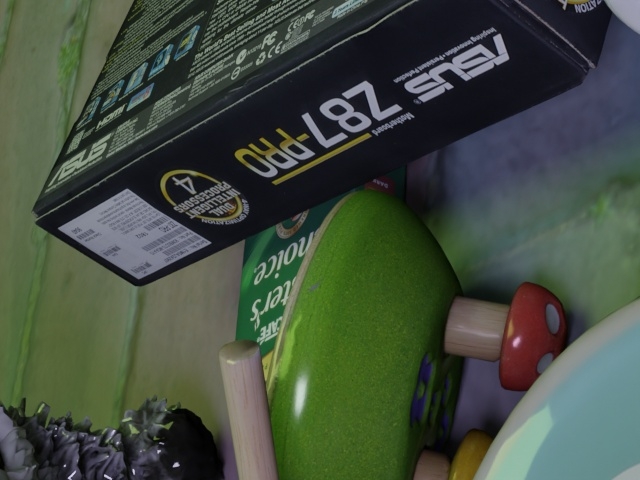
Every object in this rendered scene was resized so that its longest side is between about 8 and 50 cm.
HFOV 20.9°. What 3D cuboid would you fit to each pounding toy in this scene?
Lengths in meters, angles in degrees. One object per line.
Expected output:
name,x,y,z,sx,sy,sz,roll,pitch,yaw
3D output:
pounding toy,0.043,0.084,0.785,0.237,0.110,0.183,-50,-33,-60

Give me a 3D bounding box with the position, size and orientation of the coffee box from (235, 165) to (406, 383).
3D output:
coffee box,0.000,0.000,0.992,0.113,0.040,0.184,-30,46,46

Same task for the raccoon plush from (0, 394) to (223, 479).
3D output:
raccoon plush,-0.260,0.202,1.013,0.446,0.299,0.216,-33,44,44

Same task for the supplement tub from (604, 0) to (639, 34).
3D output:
supplement tub,0.179,-0.187,0.756,0.117,0.117,0.190,-27,49,48

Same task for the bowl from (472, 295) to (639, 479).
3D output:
bowl,0.147,0.122,0.518,0.311,0.163,0.311,-45,29,34

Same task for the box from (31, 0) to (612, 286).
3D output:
box,0.018,-0.167,0.967,0.395,0.097,0.318,-25,39,49
